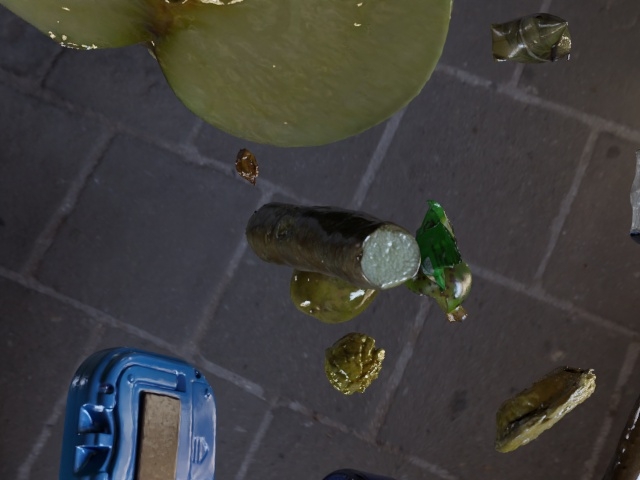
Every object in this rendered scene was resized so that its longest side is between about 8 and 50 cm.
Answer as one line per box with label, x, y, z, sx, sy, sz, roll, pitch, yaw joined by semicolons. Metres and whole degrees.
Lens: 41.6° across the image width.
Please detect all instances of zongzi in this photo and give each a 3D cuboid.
zongzi;0.483;-0.417;1.702;0.205;0.204;0.094;-6;90;-32

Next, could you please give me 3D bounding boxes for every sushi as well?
sushi;-0.182;-0.182;2.037;0.050;0.047;0.099;-2;72;-30

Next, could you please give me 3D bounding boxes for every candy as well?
candy;0.224;0.010;1.657;0.078;0.203;0.141;-1;71;1

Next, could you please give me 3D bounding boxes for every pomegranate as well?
pomegranate;0.271;0.092;1.817;0.169;0.143;0.122;39;93;-12

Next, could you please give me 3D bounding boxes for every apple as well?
apple;-0.075;-0.221;0.596;0.320;0.360;0.311;-18;81;-32

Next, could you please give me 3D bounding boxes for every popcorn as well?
popcorn;0.062;0.237;1.638;0.116;0.106;0.120;5;91;-22

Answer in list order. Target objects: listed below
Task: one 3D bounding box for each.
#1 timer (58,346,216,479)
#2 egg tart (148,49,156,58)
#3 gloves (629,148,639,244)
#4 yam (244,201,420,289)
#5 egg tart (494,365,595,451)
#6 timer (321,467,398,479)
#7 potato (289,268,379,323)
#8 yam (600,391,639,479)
timer;-0.309;0.365;1.481;0.115;0.309;0.340;-12;67;33
egg tart;-0.133;-0.236;1.116;0.213;0.090;0.212;17;39;-15
gloves;0.640;-0.098;1.581;0.119;0.097;0.229;12;89;28
yam;0.000;0.000;0.659;0.061;0.274;0.061;-1;94;-19
egg tart;0.467;0.347;1.799;0.279;0.279;0.095;-36;78;-6
timer;0.188;0.613;1.743;0.384;0.270;0.270;11;71;-32
potato;0.040;0.081;1.917;0.197;0.148;0.228;34;66;-21
yam;0.308;0.232;0.848;0.045;0.045;0.326;27;84;-16
